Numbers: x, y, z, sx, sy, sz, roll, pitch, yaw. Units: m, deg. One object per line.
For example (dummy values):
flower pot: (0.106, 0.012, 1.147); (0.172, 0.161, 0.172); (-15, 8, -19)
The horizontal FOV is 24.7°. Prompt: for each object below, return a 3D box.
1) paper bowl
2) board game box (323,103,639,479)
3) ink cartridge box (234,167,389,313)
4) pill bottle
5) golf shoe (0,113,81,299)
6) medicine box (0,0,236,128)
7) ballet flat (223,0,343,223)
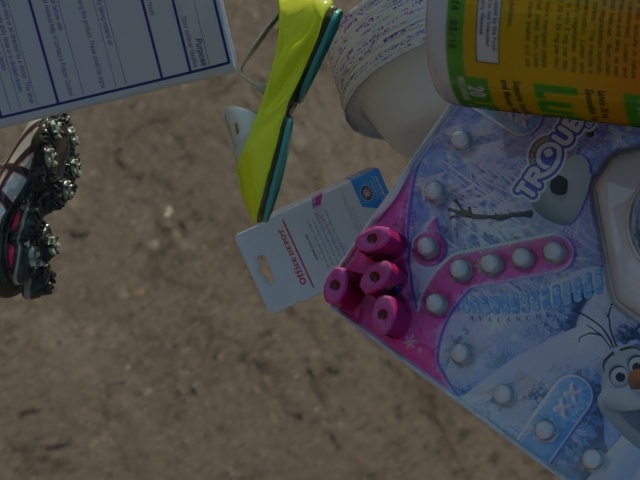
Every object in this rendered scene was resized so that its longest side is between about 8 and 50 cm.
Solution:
paper bowl: (0.160, -0.192, 1.670); (0.284, 0.284, 0.148); (7, 62, -46)
board game box: (0.249, -0.012, 0.991); (0.390, 0.390, 0.050); (36, 4, 20)
ink cartridge box: (0.000, 0.000, 1.665); (0.061, 0.181, 0.104); (-156, -138, -80)
pill bottle: (0.204, -0.142, 0.948); (0.136, 0.245, 0.136); (9, 90, -67)
golf shoe: (-0.348, -0.056, 1.660); (0.105, 0.120, 0.273); (72, 20, -48)
medicine box: (-0.258, -0.283, 1.535); (0.149, 0.289, 0.263); (-118, -165, -70)
ballet flat: (-0.049, -0.133, 1.408); (0.077, 0.231, 0.077); (19, -2, 2)
